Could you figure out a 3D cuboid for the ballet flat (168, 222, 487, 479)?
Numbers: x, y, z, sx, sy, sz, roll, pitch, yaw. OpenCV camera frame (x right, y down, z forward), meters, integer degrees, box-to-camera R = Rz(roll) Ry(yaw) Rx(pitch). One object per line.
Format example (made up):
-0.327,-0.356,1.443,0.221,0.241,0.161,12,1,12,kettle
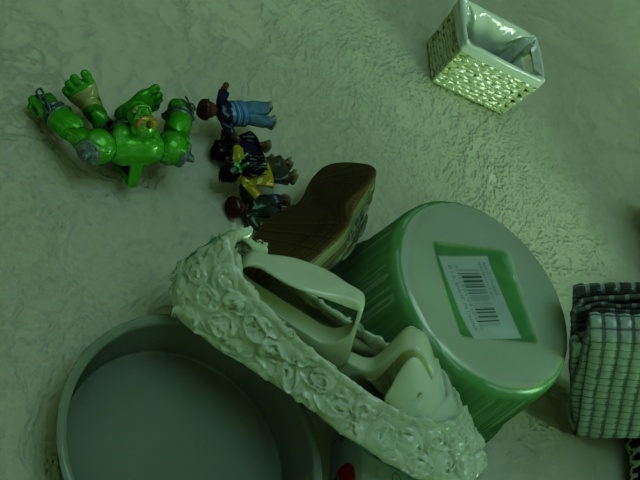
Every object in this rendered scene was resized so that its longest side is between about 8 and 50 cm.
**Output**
0.030,0.123,1.118,0.409,0.147,0.147,32,44,-9,ballet flat

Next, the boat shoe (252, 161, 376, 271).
0.000,0.000,1.298,0.105,0.089,0.285,10,33,25,boat shoe

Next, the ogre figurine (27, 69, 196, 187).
-0.224,-0.129,1.237,0.197,0.097,0.118,18,30,-47,ogre figurine

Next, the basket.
0.265,-0.295,1.733,0.167,0.103,0.113,21,48,-26,basket

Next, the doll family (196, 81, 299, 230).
-0.096,-0.108,1.337,0.111,0.076,0.193,-3,57,-35,doll family

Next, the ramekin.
0.160,0.098,1.324,0.303,0.148,0.303,21,49,-25,ramekin

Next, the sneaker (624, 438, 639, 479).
0.454,0.323,1.438,0.097,0.084,0.234,3,58,-36,sneaker

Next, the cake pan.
-0.134,0.215,1.075,0.293,0.054,0.293,20,49,-25,cake pan

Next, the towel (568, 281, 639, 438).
0.432,0.146,1.353,0.235,0.283,0.121,0,53,11,towel

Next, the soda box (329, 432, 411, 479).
0.055,0.302,1.150,0.074,0.069,0.216,23,48,-23,soda box
